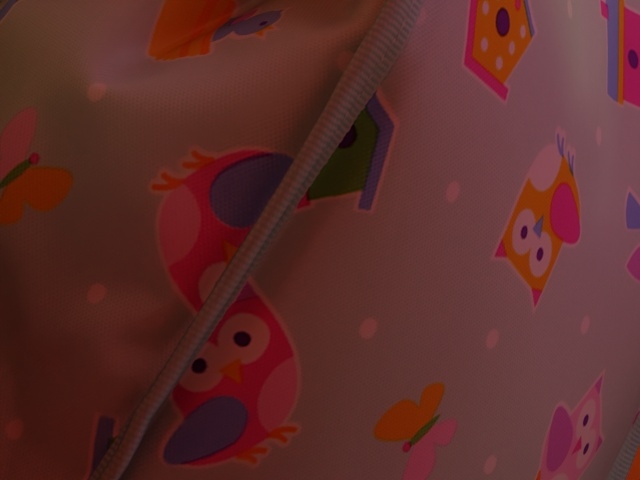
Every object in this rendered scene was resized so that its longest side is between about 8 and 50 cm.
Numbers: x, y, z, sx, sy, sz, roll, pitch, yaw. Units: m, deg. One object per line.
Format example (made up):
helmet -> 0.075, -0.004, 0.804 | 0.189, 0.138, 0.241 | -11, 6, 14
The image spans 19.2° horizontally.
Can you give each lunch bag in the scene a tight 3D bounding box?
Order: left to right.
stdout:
lunch bag -> 0.000, 0.000, 0.509 | 0.160, 0.262, 0.223 | 27, -6, 39

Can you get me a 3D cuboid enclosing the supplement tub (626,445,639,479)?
supplement tub -> 0.153, 0.071, 0.871 | 0.193, 0.193, 0.316 | 40, 11, 18
